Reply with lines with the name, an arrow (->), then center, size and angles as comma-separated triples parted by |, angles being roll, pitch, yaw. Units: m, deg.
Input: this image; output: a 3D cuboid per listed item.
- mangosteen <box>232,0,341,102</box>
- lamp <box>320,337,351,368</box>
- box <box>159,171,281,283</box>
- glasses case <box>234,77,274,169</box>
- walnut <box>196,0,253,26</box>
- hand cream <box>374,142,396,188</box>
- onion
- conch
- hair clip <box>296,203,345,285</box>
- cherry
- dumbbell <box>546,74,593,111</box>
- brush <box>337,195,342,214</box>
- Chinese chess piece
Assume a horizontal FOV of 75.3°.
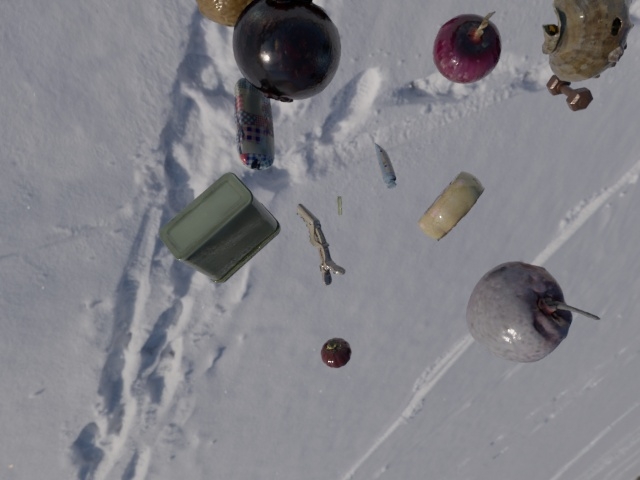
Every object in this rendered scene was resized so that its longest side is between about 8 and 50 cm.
mangosteen -> -0.083, -0.572, 1.158 | 0.306, 0.306, 0.360 | 2, 115, -37
lamp -> 0.049, 0.355, 1.315 | 0.101, 0.101, 0.090 | -30, 129, -10
box -> -0.356, -0.036, 1.530 | 0.352, 0.177, 0.344 | -42, 161, -4
glasses case -> -0.224, -0.394, 1.397 | 0.125, 0.327, 0.076 | 3, 165, -37
walnut -> -0.258, -0.762, 1.237 | 0.261, 0.225, 0.225 | -41, 140, -5
hand cream -> 0.216, -0.247, 1.373 | 0.043, 0.171, 0.065 | -31, 145, 31
onion -> 0.384, -0.501, 1.088 | 0.177, 0.153, 0.177 | 3, 107, 8
conch -> 0.690, -0.548, 1.063 | 0.324, 0.186, 0.263 | -22, 121, -50
hair clip -> 0.000, 0.000, 1.059 | 0.034, 0.226, 0.072 | -11, 168, -47
cherry -> 0.626, 0.245, 1.340 | 0.291, 0.326, 0.335 | 18, 126, -13
dumbbell -> 1.018, -0.610, 1.702 | 0.092, 0.231, 0.082 | -11, 130, 6
brush -> 0.071, -0.130, 1.541 | 0.016, 0.013, 0.084 | 4, 129, 12
Chinese chess piece -> 0.474, -0.125, 1.516 | 0.270, 0.112, 0.270 | -49, 173, -8
